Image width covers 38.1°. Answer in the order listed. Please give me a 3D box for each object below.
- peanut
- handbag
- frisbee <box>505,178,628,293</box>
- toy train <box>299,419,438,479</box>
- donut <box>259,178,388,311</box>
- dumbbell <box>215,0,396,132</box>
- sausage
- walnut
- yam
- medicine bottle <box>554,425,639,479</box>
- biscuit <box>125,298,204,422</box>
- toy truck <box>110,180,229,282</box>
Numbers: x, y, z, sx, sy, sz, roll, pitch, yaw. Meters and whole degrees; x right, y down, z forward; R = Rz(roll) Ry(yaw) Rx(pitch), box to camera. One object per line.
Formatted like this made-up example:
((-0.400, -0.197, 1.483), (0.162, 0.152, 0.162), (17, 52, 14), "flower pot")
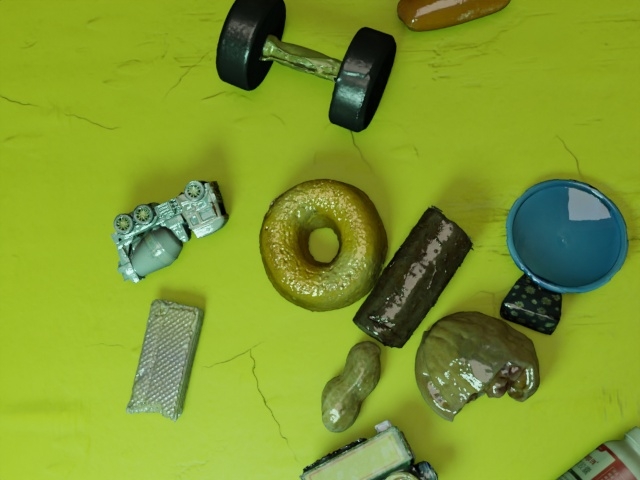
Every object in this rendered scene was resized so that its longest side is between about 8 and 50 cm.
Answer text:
((0.059, 0.285, 1.819), (0.089, 0.089, 0.192), (31, 81, 9), "peanut")
((0.425, 0.099, 1.818), (0.115, 0.072, 0.139), (19, 71, 12), "handbag")
((0.484, -0.007, 1.832), (0.242, 0.045, 0.242), (0, 69, 1), "frisbee")
((0.088, 0.469, 1.763), (0.261, 0.134, 0.177), (-28, 71, 0), "toy train")
((0.001, 0.002, 1.852), (0.278, 0.108, 0.277), (-1, 81, 5), "donut")
((-0.028, -0.364, 1.865), (0.323, 0.204, 0.203), (22, 84, 8), "dumbbell")
((0.276, -0.490, 1.912), (0.238, 0.098, 0.098), (-14, 80, 1), "sausage")
((0.296, 0.226, 1.775), (0.238, 0.141, 0.204), (-16, 75, 0), "walnut")
((0.185, 0.079, 1.817), (0.131, 0.131, 0.279), (34, 87, 10), "yam")
((0.521, 0.462, 1.717), (0.250, 0.131, 0.131), (-38, 80, -1), "medicine bottle")
((-0.312, 0.242, 1.872), (0.108, 0.062, 0.238), (11, 81, 9), "biscuit")
((-0.309, -0.021, 1.894), (0.257, 0.108, 0.140), (-24, 93, 4), "toy truck")
